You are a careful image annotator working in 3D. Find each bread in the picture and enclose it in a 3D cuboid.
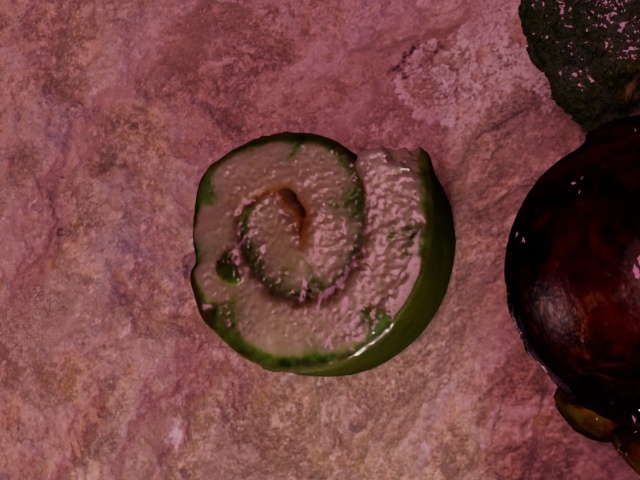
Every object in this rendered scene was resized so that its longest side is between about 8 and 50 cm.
[{"bbox_3d":[0.000,0.000,1.558,0.382,0.129,0.366,-38,65,12],"label":"bread"}]

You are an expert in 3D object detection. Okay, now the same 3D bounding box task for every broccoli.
[{"bbox_3d":[0.382,-0.296,1.389,0.283,0.321,0.304,0,62,-13],"label":"broccoli"}]

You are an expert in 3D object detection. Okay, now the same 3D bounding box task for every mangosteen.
[{"bbox_3d":[0.398,0.056,1.253,0.381,0.421,0.381,-14,33,10],"label":"mangosteen"}]
